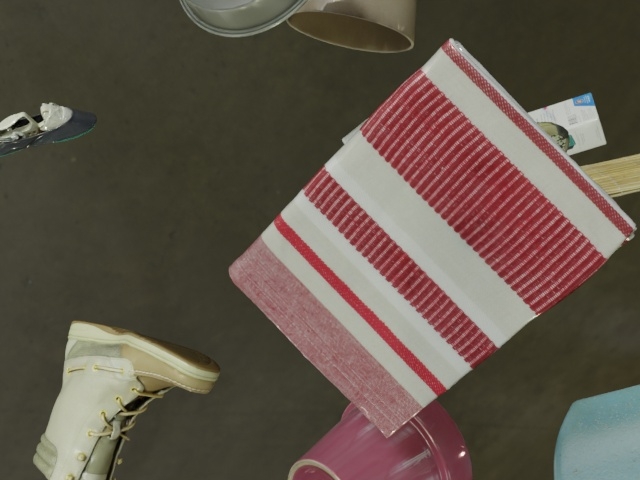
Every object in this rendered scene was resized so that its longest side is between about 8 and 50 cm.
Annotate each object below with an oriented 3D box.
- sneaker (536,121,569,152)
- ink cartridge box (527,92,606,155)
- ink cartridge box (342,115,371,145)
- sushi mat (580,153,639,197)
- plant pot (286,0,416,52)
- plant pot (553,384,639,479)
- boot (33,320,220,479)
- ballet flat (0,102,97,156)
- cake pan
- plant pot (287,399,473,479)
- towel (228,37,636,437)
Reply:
[{"bbox_3d":[0.339,-0.032,1.635,0.158,0.182,0.410,18,121,-33],"label":"sneaker"},{"bbox_3d":[0.557,-0.260,2.121,0.231,0.134,0.078,-17,123,19],"label":"ink cartridge box"},{"bbox_3d":[0.195,-0.135,2.130,0.129,0.223,0.307,-38,149,-4],"label":"ink cartridge box"},{"bbox_3d":[0.599,-0.128,1.453,0.317,0.151,0.019,-12,110,2],"label":"sushi mat"},{"bbox_3d":[0.086,-0.537,1.716,0.257,0.257,0.273,12,91,-43],"label":"plant pot"},{"bbox_3d":[0.487,0.359,1.307,0.247,0.252,0.248,-19,136,21],"label":"plant pot"},{"bbox_3d":[-0.197,0.173,0.867,0.077,0.213,0.165,29,73,-47],"label":"boot"},{"bbox_3d":[-0.508,-0.206,1.581,0.203,0.074,0.074,-17,139,-7],"label":"ballet flat"},{"bbox_3d":[-0.115,-0.456,1.335,0.293,0.293,0.054,-44,153,12],"label":"cake pan"},{"bbox_3d":[0.066,0.307,1.135,0.180,0.201,0.201,-18,141,-42],"label":"plant pot"},{"bbox_3d":[0.090,0.010,0.819,0.329,0.237,0.037,-45,178,28],"label":"towel"}]
